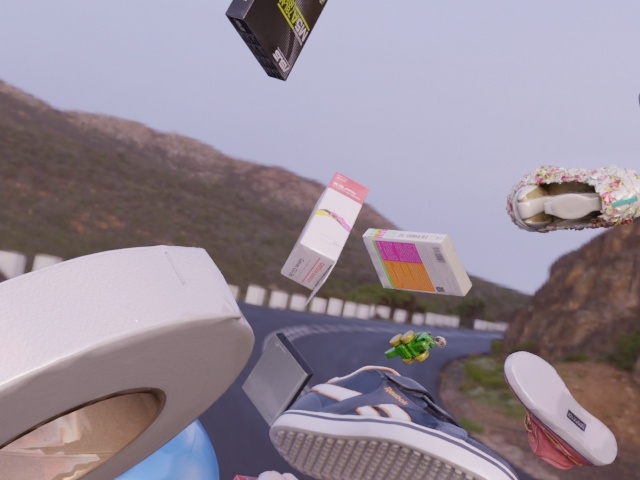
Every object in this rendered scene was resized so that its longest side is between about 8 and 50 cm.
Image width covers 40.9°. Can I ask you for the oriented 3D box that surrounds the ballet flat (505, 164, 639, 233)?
[{"bbox_3d":[0.293,-0.050,1.062,0.077,0.091,0.241,-18,3,-27],"label":"ballet flat"}]

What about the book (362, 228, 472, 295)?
[{"bbox_3d":[0.134,0.029,1.213,0.144,0.035,0.096,7,-45,46],"label":"book"}]

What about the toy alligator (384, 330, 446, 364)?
[{"bbox_3d":[0.190,0.193,1.630,0.056,0.051,0.189,53,-34,-6],"label":"toy alligator"}]

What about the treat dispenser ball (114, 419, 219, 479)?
[{"bbox_3d":[-0.264,0.304,1.027,0.288,0.288,0.288,12,-5,1],"label":"treat dispenser ball"}]

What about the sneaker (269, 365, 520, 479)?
[{"bbox_3d":[0.093,0.214,0.951,0.321,0.126,0.127,7,37,41],"label":"sneaker"}]

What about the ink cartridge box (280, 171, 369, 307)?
[{"bbox_3d":[0.000,0.000,1.393,0.067,0.198,0.115,28,-34,-4],"label":"ink cartridge box"}]

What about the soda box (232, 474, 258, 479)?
[{"bbox_3d":[-0.108,0.600,1.737,0.083,0.092,0.263,23,16,-44],"label":"soda box"}]

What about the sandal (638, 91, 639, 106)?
[{"bbox_3d":[0.540,-0.122,1.260,0.086,0.303,0.120,-19,-37,26],"label":"sandal"}]

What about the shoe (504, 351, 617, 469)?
[{"bbox_3d":[0.265,0.209,1.025,0.178,0.063,0.081,44,-38,-9],"label":"shoe"}]

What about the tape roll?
[{"bbox_3d":[-0.231,0.148,0.689,0.072,0.392,0.392,56,11,18],"label":"tape roll"}]

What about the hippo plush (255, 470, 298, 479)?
[{"bbox_3d":[-0.166,0.461,1.378,0.236,0.294,0.234,21,24,29],"label":"hippo plush"}]

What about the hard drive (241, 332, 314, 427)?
[{"bbox_3d":[-0.072,0.233,1.433,0.022,0.135,0.094,-5,46,-48],"label":"hard drive"}]

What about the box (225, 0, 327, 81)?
[{"bbox_3d":[-0.065,-0.391,1.422,0.045,0.184,0.191,19,-14,25],"label":"box"}]
